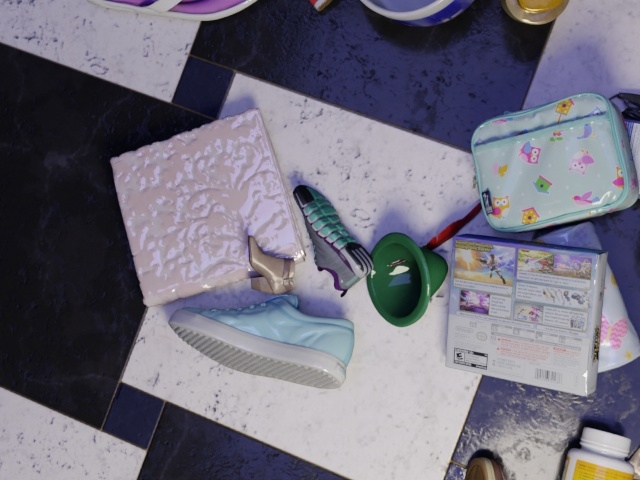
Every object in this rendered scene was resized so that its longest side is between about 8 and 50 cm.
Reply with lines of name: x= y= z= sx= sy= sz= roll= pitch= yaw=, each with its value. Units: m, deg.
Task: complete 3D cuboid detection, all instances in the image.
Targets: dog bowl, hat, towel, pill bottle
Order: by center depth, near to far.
pill bottle: x=0.476 y=0.440 z=1.713 sx=0.117 sy=0.117 sz=0.215 roll=14 pitch=82 yaw=11
dog bowl: x=0.180 y=-0.532 z=1.811 sx=0.264 sy=0.104 sz=0.265 roll=-1 pitch=88 yaw=29
hat: x=0.215 y=0.055 z=1.842 sx=0.208 sy=0.183 sz=0.173 roll=-46 pitch=60 yaw=48
towel: x=-0.224 y=-0.062 z=1.921 sx=0.331 sy=0.053 sz=0.317 roll=-17 pitch=82 yaw=9

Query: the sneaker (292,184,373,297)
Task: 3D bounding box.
sneaker: x=0.000 y=0.000 z=1.863 sx=0.098 sy=0.083 sz=0.224 roll=-48 pitch=67 yaw=29

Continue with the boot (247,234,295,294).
boot: x=-0.090 y=0.045 z=1.850 sx=0.086 sy=0.042 sz=0.119 roll=-5 pitch=106 yaw=-3

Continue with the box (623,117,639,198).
box: x=0.598 y=-0.135 z=1.724 sx=0.225 sy=0.036 sz=0.137 roll=13 pitch=97 yaw=24

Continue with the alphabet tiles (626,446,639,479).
alphabet tiles: x=0.698 y=0.478 z=1.729 sx=0.342 sy=0.011 sz=0.285 roll=40 pitch=94 yaw=11

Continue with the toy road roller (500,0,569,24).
toy road roller: x=0.429 y=-0.554 z=1.718 sx=0.240 sy=0.202 sz=0.330 roll=-6 pitch=103 yaw=7

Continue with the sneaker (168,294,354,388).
sneaker: x=-0.104 y=0.169 z=1.863 sx=0.365 sy=0.135 sz=0.150 roll=15 pitch=59 yaw=16

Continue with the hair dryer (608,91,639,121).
hair dryer: x=0.662 y=-0.217 z=1.748 sx=0.293 sy=0.080 sz=0.224 roll=-31 pitch=82 yaw=7

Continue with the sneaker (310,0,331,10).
sneaker: x=0.018 y=-0.510 z=1.910 sx=0.118 sy=0.042 sz=0.067 roll=-42 pitch=83 yaw=8

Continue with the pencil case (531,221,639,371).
pencil case: x=0.470 y=0.102 z=1.746 sx=0.124 sy=0.113 sz=0.273 roll=-22 pitch=83 yaw=7

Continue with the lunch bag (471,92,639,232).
lunch bag: x=0.404 y=-0.137 z=1.742 sx=0.279 sy=0.108 sz=0.224 roll=-13 pitch=84 yaw=29

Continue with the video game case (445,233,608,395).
video game case: x=0.356 y=0.123 z=1.722 sx=0.269 sy=0.061 sz=0.244 roll=8 pitch=101 yaw=34

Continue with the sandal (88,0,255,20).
sandal: x=-0.295 y=-0.522 z=1.940 sx=0.416 sy=0.102 sz=0.170 roll=-3 pitch=86 yaw=10

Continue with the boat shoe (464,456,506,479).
boat shoe: x=0.344 y=0.553 z=1.752 sx=0.123 sy=0.123 sz=0.342 roll=-6 pitch=76 yaw=-20
